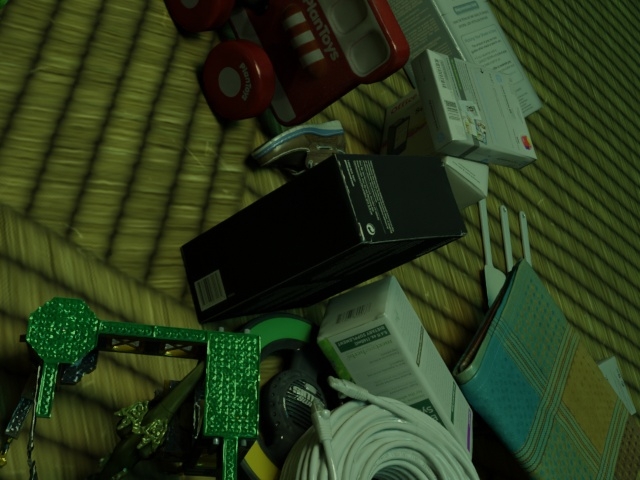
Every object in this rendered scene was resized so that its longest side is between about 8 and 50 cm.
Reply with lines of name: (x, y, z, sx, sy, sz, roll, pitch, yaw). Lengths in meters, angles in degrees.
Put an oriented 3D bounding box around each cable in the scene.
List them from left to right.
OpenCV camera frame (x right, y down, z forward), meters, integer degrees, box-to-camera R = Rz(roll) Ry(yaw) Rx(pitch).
cable: (0.073, 0.297, 0.958, 0.257, 0.089, 0.257, 23, 51, -30)

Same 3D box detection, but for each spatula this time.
spatula: (0.318, 0.032, 1.505, 0.168, 0.019, 0.242, 23, 54, -36)

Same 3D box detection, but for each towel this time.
towel: (0.337, 0.242, 1.269, 0.370, 0.040, 0.271, 53, 44, -14)

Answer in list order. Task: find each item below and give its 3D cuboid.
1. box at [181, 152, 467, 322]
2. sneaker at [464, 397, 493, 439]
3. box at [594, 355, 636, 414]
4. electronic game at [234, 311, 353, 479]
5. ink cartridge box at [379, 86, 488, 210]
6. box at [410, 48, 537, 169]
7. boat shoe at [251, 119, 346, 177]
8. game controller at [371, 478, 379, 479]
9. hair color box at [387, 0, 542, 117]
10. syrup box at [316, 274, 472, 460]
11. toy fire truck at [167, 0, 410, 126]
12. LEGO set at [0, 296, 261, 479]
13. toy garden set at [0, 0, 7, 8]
box: (0.000, 0.000, 0.996, 0.184, 0.261, 0.103, -1, 70, -47)
sneaker: (0.180, 0.213, 1.212, 0.188, 0.078, 0.067, 33, 48, -30)
box: (0.443, 0.256, 1.461, 0.102, 0.087, 0.101, -10, 78, -49)
electronic game: (-0.028, 0.193, 1.027, 0.229, 0.048, 0.229, 24, 53, -36)
ink cartridge box: (0.168, -0.137, 1.332, 0.093, 0.154, 0.213, 34, 48, -26)
box: (0.218, -0.183, 1.260, 0.186, 0.038, 0.145, 4, 64, -40)
boat shoe: (-0.017, -0.117, 1.193, 0.183, 0.066, 0.066, -23, 88, -50)
game controller: (0.054, 0.411, 0.999, 0.167, 0.067, 0.319, 60, 38, -26)
hair color box: (0.219, -0.350, 1.535, 0.185, 0.113, 0.375, -31, 94, -50)
syrup box: (0.097, 0.171, 1.090, 0.237, 0.093, 0.096, 60, 23, -21)
toy fire truck: (-0.038, -0.304, 1.127, 0.169, 0.253, 0.302, -20, 84, -50)
LEGO set: (-0.169, 0.222, 0.809, 0.254, 0.192, 0.332, -2, 64, -16)
toy garden set: (-0.380, -0.334, 0.885, 0.203, 0.049, 0.244, 38, 33, -34)
